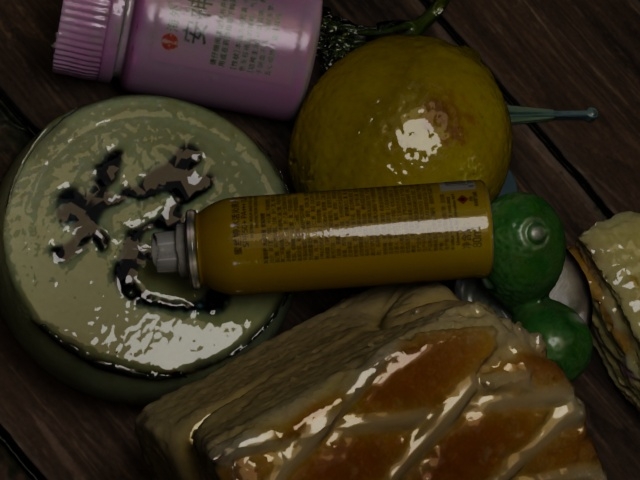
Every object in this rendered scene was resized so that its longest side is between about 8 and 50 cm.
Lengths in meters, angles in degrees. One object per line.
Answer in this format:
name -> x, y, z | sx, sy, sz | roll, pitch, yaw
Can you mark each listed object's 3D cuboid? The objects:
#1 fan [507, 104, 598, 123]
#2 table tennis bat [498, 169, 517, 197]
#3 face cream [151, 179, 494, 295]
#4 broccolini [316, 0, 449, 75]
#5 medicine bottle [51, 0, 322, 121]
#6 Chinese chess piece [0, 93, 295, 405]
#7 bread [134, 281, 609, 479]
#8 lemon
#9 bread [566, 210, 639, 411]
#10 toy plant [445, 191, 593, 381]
fan -> 0.259, -0.160, 1.901 | 0.193, 0.016, 0.038 | -2, 72, -14
table tennis bat -> 0.178, -0.043, 1.846 | 0.100, 0.019, 0.155 | 42, 67, 3
face cream -> 0.000, 0.000, 1.568 | 0.349, 0.105, 0.105 | -4, 74, -1
broccolini -> 0.078, -0.289, 1.885 | 0.123, 0.062, 0.271 | 43, 62, -4
medicine bottle -> -0.155, -0.248, 1.743 | 0.291, 0.178, 0.178 | 11, 72, -10
Chinese chess piece -> -0.193, 0.007, 1.675 | 0.349, 0.146, 0.349 | 4, 72, -13
bread -> 0.064, 0.269, 1.543 | 0.390, 0.279, 0.371 | -25, 101, -17
lemon -> 0.090, -0.102, 1.717 | 0.267, 0.267, 0.267 | 4, 73, -12
bread -> 0.493, 0.039, 1.820 | 0.375, 0.165, 0.236 | -23, 76, -18
toy plant -> 0.226, 0.063, 1.702 | 0.175, 0.235, 0.218 | -18, 84, -12
